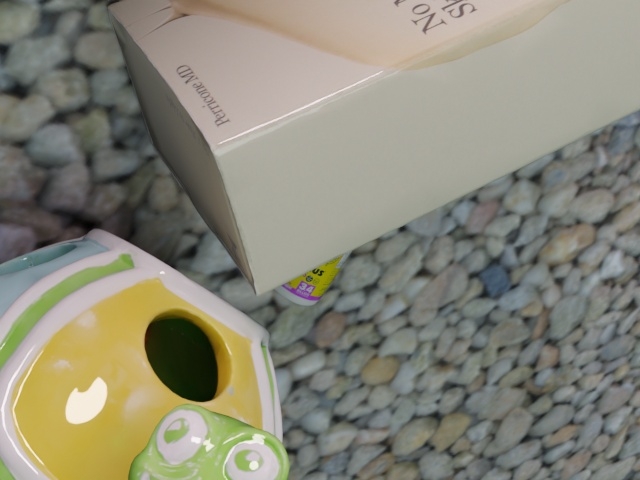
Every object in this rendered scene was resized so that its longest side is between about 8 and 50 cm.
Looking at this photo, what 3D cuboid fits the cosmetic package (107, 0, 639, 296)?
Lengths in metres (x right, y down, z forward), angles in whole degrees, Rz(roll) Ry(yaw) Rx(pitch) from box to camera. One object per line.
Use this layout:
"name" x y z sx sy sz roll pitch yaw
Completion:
"cosmetic package" 0.058 -0.114 0.788 0.309 0.160 0.113 -26 135 -14

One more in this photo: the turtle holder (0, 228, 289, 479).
"turtle holder" -0.138 0.113 0.765 0.227 0.243 0.320 -58 176 -7

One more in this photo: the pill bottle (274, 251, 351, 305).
"pill bottle" 0.000 0.000 0.932 0.043 0.043 0.083 15 116 -41
